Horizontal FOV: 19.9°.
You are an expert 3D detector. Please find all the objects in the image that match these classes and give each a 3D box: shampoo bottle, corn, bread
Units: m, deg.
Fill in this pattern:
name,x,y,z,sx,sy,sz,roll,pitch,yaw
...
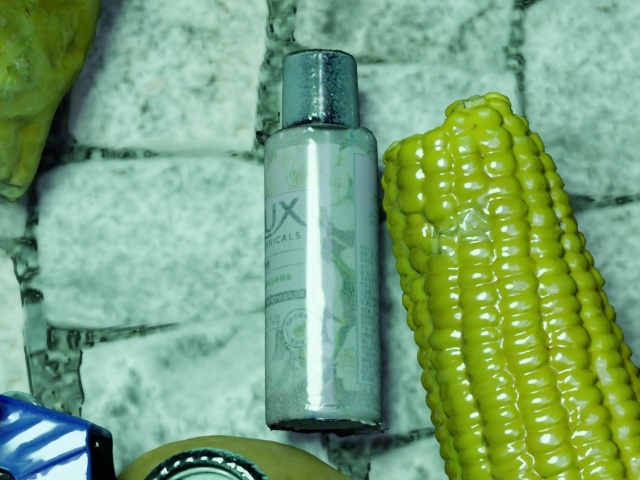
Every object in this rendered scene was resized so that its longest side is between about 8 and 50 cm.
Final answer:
name,x,y,z,sx,sy,sz,roll,pitch,yaw
shampoo bottle,0.000,0.000,1.014,0.072,0.072,0.214,0,75,-4
corn,0.120,0.096,0.972,0.120,0.120,0.363,-13,76,-7
bread,-0.186,-0.169,1.016,0.152,0.130,0.267,30,71,-34

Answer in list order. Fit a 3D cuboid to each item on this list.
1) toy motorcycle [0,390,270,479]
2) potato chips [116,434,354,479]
name,x,y,z,sx,sy,sz,roll,pitch,yaw
toy motorcycle,-0.180,0.154,0.935,0.315,0.113,0.169,15,80,13
potato chips,-0.027,0.184,0.972,0.202,0.049,0.150,39,77,5
